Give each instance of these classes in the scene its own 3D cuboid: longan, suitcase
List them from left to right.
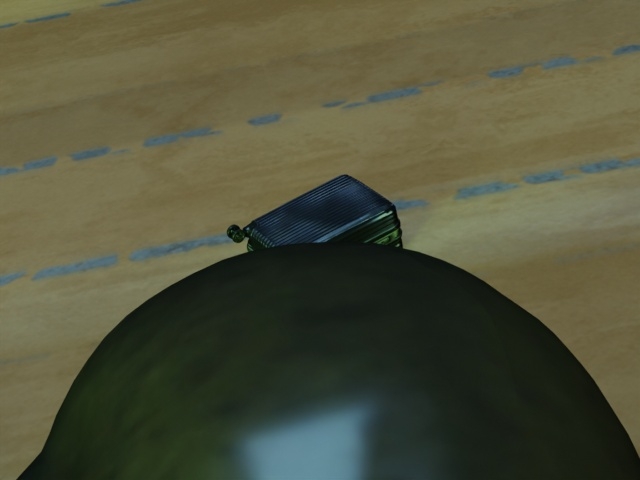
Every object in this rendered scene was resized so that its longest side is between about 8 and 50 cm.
[{"bbox_3d":[-0.002,0.176,0.712,0.360,0.361,0.361,-10,34,6],"label":"longan"},{"bbox_3d":[0.000,0.000,1.210,0.126,0.059,0.086,-29,38,-21],"label":"suitcase"}]
